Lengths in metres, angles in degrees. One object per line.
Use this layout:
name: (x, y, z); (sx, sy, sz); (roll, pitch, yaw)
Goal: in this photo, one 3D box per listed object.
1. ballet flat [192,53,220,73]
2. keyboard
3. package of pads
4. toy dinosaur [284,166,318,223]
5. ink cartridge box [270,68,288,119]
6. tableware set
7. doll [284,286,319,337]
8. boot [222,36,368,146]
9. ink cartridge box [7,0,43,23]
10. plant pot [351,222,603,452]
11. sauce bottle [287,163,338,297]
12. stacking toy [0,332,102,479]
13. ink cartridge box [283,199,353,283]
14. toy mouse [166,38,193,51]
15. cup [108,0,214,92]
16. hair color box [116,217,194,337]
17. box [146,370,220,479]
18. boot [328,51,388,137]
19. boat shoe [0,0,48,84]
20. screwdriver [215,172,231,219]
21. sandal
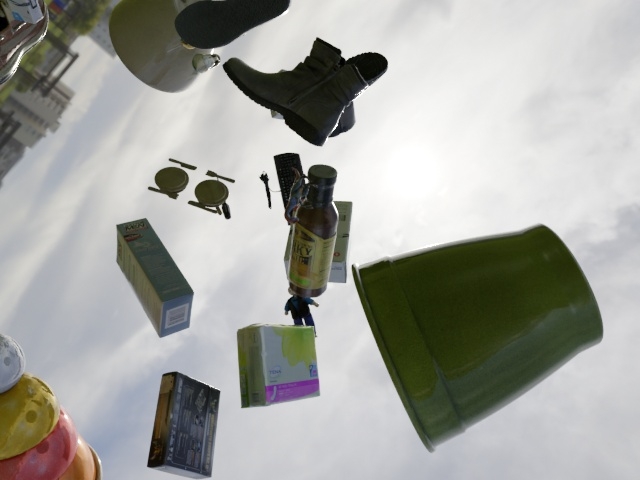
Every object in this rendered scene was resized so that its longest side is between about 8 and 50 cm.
ballet flat: (-0.330, -0.527, 1.598); (0.052, 0.057, 0.168); (-18, -158, 11)
keyboard: (-0.160, -0.221, 2.408); (0.201, 0.318, 0.033); (-11, -174, 8)
package of pads: (-0.118, 0.360, 1.614); (0.101, 0.296, 0.229); (-14, -104, 30)
toy dinosaur: (-0.041, -0.072, 0.947); (0.082, 0.047, 0.090); (-49, -138, -2)
ink cartridge box: (-0.115, -0.442, 1.664); (0.088, 0.052, 0.123); (-22, -106, 42)
tableware set: (-0.327, -0.131, 1.392); (0.039, 0.194, 0.128); (105, 5, -50)
doll: (-0.061, 0.234, 1.800); (0.129, 0.046, 0.189); (-22, -97, 19)
boot: (-0.061, -0.413, 1.361); (0.223, 0.338, 0.118); (-54, 177, 17)
ink cartridge box: (-0.562, -0.456, 1.024); (0.048, 0.083, 0.028); (15, -130, 11)
plant pot: (0.289, 0.141, 0.999); (0.352, 0.367, 0.367); (-24, -144, 7)
sauce bottle: (-0.015, -0.020, 1.342); (0.111, 0.111, 0.345); (-110, -157, -55)
stacking toy: (-0.662, 0.395, 1.167); (0.351, 0.350, 0.481); (-125, -142, -58)
ink cartridge box: (0.000, 0.000, 1.775); (0.196, 0.114, 0.273); (2, -133, 8)
toy mouse: (-0.307, -0.538, 1.413); (0.160, 0.031, 0.143); (-23, -149, 20)
cup: (-0.453, -0.666, 1.712); (0.236, 0.331, 0.331); (-19, -137, 41)
hair color box: (-0.560, 0.118, 1.823); (0.374, 0.113, 0.186); (48, -42, 30)
box: (-0.344, 0.475, 1.404); (0.056, 0.183, 0.231); (-16, -126, 24)
boot: (0.082, -0.410, 1.567); (0.246, 0.207, 0.094); (-30, -111, -2)
boat shoe: (-0.737, -0.503, 1.272); (0.122, 0.120, 0.324); (4, -124, -1)
screwdriver: (-0.286, -0.134, 1.605); (0.025, 0.024, 0.170); (-25, -118, 20)
sandal: (-0.180, -0.468, 1.149); (0.254, 0.097, 0.054); (-13, -162, 9)
